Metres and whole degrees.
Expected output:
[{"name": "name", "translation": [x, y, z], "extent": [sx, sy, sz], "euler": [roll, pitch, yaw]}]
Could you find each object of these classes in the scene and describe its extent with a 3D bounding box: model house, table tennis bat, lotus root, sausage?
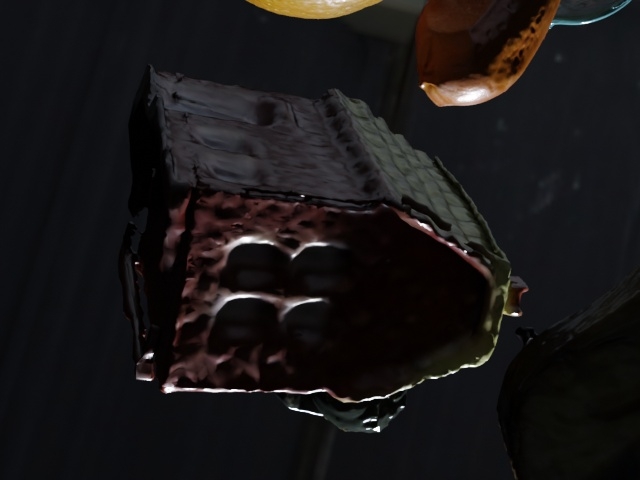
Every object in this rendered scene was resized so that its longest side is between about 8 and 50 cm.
[{"name": "model house", "translation": [0.000, 0.000, 1.111], "extent": [0.253, 0.160, 0.196], "euler": [8, -157, -15]}, {"name": "table tennis bat", "translation": [0.290, -0.280, 2.022], "extent": [0.124, 0.201, 0.033], "euler": [43, 161, 49]}, {"name": "lotus root", "translation": [0.186, 0.106, 0.958], "extent": [0.170, 0.074, 0.261], "euler": [-5, 113, 7]}, {"name": "sausage", "translation": [0.189, -0.251, 1.834], "extent": [0.133, 0.258, 0.133], "euler": [23, 154, 12]}]

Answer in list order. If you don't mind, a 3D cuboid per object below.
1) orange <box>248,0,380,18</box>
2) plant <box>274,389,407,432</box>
[{"name": "orange", "translation": [-0.008, -0.389, 1.717], "extent": [0.322, 0.322, 0.357], "euler": [18, 176, -9]}, {"name": "plant", "translation": [0.011, 0.151, 2.185], "extent": [0.164, 0.142, 0.256], "euler": [18, -170, -46]}]
